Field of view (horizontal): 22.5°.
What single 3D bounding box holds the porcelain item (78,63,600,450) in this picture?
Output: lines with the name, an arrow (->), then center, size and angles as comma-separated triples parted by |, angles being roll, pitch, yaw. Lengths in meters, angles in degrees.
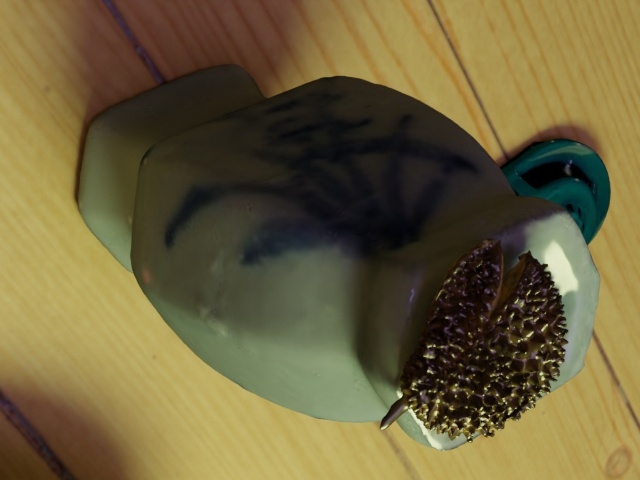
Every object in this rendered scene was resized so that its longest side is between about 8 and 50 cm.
porcelain item -> 0.000, 0.000, 1.151 | 0.242, 0.405, 0.178 | -25, 122, -27

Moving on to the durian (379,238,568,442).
durian -> 0.096, 0.071, 0.944 | 0.140, 0.071, 0.110 | -45, 127, -8

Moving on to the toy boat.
toy boat -> 0.174, 0.018, 1.498 | 0.299, 0.092, 0.134 | -34, 122, -21
